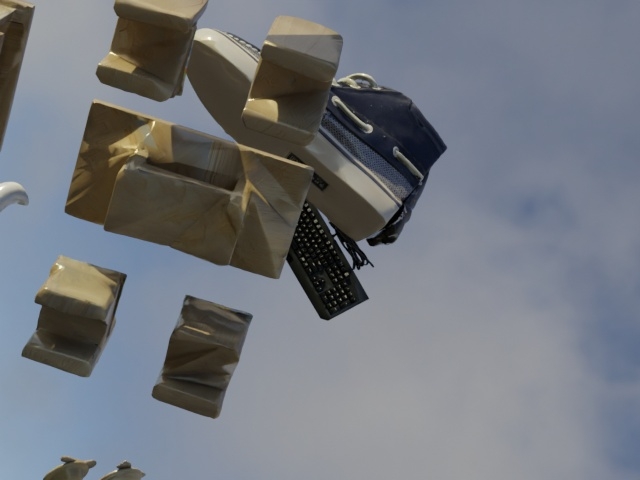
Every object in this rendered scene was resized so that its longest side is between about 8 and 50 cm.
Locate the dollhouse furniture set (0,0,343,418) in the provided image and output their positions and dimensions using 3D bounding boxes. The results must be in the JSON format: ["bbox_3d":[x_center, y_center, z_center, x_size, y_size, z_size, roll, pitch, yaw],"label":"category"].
[{"bbox_3d":[-0.208,-0.088,1.267,0.256,0.394,0.362,-80,-172,-69],"label":"dollhouse furniture set"}]

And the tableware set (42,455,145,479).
[{"bbox_3d":[-0.299,0.306,1.531,0.169,0.141,0.020,-41,-123,18],"label":"tableware set"}]

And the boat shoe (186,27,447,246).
[{"bbox_3d":[-0.002,-0.157,1.556,0.340,0.158,0.127,45,-30,-8],"label":"boat shoe"}]

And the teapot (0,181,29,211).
[{"bbox_3d":[-0.492,-0.066,1.407,0.252,0.187,0.256,22,-10,13],"label":"teapot"}]

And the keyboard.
[{"bbox_3d":[0.000,0.000,1.661,0.192,0.100,0.038,60,-20,9],"label":"keyboard"}]
